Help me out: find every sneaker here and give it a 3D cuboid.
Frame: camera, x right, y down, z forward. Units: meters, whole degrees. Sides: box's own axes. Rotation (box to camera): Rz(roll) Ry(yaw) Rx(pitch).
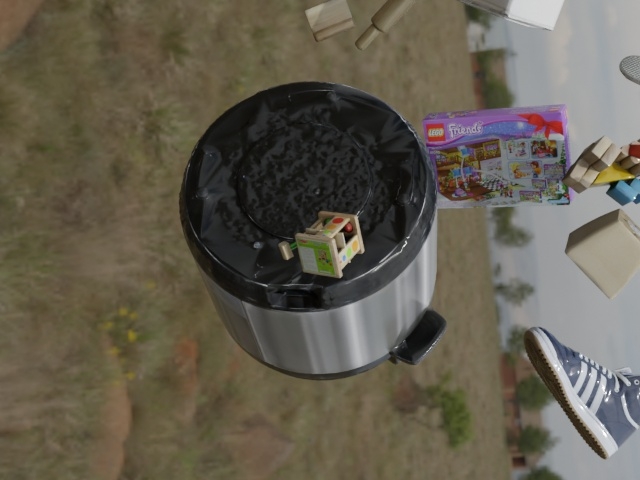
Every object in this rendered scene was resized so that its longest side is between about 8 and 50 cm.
[{"bbox_3d":[0.562,-0.259,1.776,0.051,0.134,0.070,-53,147,-15],"label":"sneaker"},{"bbox_3d":[0.486,0.237,1.891,0.282,0.153,0.099,55,-6,-13],"label":"sneaker"}]

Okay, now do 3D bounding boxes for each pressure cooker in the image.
[{"bbox_3d":[-0.009,0.008,1.607,0.420,0.376,0.369,79,3,-61],"label":"pressure cooker"}]

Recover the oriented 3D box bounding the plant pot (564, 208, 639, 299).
[{"bbox_3d":[0.471,0.012,1.715,0.109,0.096,0.109,46,25,-1],"label":"plant pot"}]

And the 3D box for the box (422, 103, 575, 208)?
[{"bbox_3d":[0.369,-0.171,2.200,0.057,0.293,0.200,-47,132,-57],"label":"box"}]

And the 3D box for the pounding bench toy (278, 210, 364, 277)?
[{"bbox_3d":[0.000,0.000,1.253,0.065,0.083,0.052,-46,134,-43],"label":"pounding bench toy"}]

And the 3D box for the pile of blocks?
[{"bbox_3d":[0.624,-0.137,1.910,0.112,0.362,0.148,127,-52,-75],"label":"pile of blocks"}]

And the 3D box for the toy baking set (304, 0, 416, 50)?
[{"bbox_3d":[0.063,-0.368,1.396,0.197,0.256,0.030,35,22,-36],"label":"toy baking set"}]

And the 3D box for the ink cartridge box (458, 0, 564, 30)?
[{"bbox_3d":[0.245,-0.385,1.300,0.158,0.092,0.217,40,-64,50],"label":"ink cartridge box"}]
